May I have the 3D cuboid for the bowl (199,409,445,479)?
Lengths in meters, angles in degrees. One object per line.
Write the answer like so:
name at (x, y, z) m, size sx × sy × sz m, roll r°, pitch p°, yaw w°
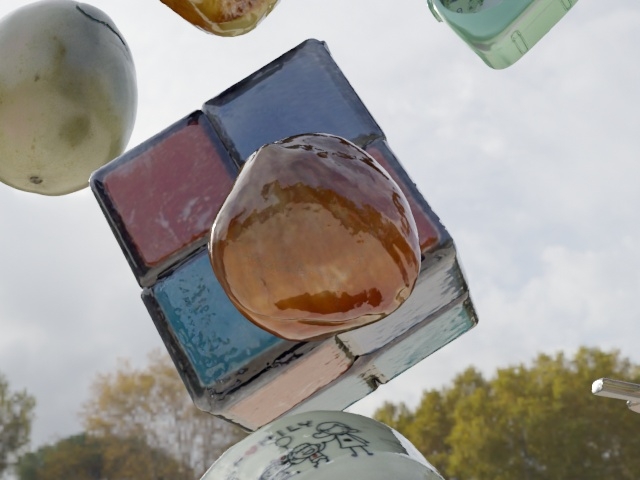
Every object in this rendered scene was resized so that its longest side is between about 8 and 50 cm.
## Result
bowl at (0.022, 0.246, 0.699) m, size 0.237 × 0.238 × 0.126 m, roll 6°, pitch -5°, yaw -23°

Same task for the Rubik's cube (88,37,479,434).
Rubik's cube at (-0.029, 0.018, 1.152) m, size 0.318 × 0.313 × 0.316 m, roll -32°, pitch -23°, yaw 2°

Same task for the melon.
melon at (-0.418, -0.228, 1.539) m, size 0.268 × 0.330 × 0.268 m, roll 0°, pitch -30°, yaw 0°

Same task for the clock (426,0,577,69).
clock at (0.212, -0.320, 1.233) m, size 0.159 × 0.211 × 0.066 m, roll -43°, pitch -42°, yaw 6°

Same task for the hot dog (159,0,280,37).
hot dog at (-0.206, -0.412, 1.123) m, size 0.223 × 0.185 × 0.405 m, roll 25°, pitch -12°, yaw 43°

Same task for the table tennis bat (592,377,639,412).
table tennis bat at (0.460, 0.212, 1.323) m, size 0.220 × 0.019 × 0.130 m, roll 12°, pitch -26°, yaw -20°

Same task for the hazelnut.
hazelnut at (0.000, 0.000, 0.820) m, size 0.182 × 0.182 × 0.182 m, roll -5°, pitch -26°, yaw -2°
